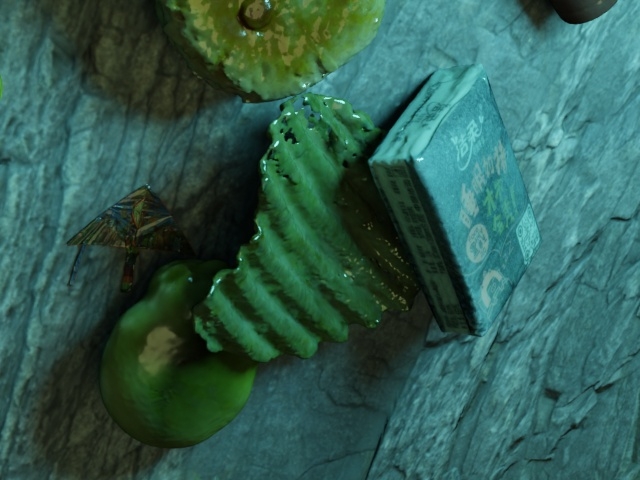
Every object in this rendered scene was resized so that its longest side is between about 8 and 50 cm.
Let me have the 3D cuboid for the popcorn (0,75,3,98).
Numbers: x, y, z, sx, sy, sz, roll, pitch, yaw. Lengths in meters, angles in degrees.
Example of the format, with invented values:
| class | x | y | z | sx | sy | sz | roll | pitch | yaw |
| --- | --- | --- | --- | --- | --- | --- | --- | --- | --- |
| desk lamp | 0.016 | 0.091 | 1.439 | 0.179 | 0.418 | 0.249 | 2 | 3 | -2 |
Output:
| class | x | y | z | sx | sy | sz | roll | pitch | yaw |
| --- | --- | --- | --- | --- | --- | --- | --- | --- | --- |
| popcorn | -0.518 | -0.126 | 1.475 | 0.286 | 0.173 | 0.225 | -6 | 130 | -33 |

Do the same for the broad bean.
| class | x | y | z | sx | sy | sz | roll | pitch | yaw |
| --- | --- | --- | --- | --- | --- | --- | --- | --- | --- |
| broad bean | -0.188 | 0.158 | 1.771 | 0.238 | 0.119 | 0.291 | -8 | 120 | -32 |

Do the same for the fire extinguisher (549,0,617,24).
| class | x | y | z | sx | sy | sz | roll | pitch | yaw |
| --- | --- | --- | --- | --- | --- | --- | --- | --- | --- |
| fire extinguisher | 0.272 | -0.432 | 1.721 | 0.138 | 0.102 | 0.344 | -42 | 122 | 1 |

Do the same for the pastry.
| class | x | y | z | sx | sy | sz | roll | pitch | yaw |
| --- | --- | --- | --- | --- | --- | --- | --- | --- | --- |
| pastry | -0.069 | -0.325 | 1.596 | 0.330 | 0.136 | 0.329 | -9 | 116 | -19 |

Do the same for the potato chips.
| class | x | y | z | sx | sy | sz | roll | pitch | yaw |
| --- | --- | --- | --- | --- | --- | --- | --- | --- | --- |
| potato chips | 0.005 | 0.000 | 1.735 | 0.389 | 0.097 | 0.373 | 12 | 100 | -49 |

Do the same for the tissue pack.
| class | x | y | z | sx | sy | sz | roll | pitch | yaw |
| --- | --- | --- | --- | --- | --- | --- | --- | --- | --- |
| tissue pack | 0.201 | -0.054 | 1.809 | 0.228 | 0.103 | 0.315 | -53 | 131 | -38 |

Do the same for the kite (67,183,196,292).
| class | x | y | z | sx | sy | sz | roll | pitch | yaw |
| --- | --- | --- | --- | --- | --- | --- | --- | --- | --- |
| kite | -0.248 | -0.001 | 1.737 | 0.183 | 0.010 | 0.160 | 5 | 111 | -26 |
